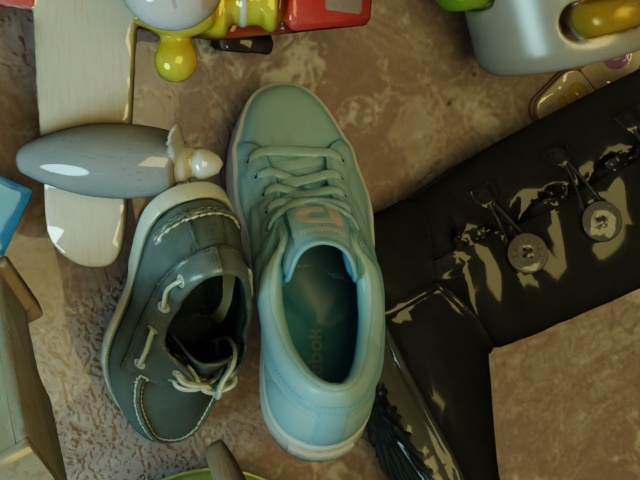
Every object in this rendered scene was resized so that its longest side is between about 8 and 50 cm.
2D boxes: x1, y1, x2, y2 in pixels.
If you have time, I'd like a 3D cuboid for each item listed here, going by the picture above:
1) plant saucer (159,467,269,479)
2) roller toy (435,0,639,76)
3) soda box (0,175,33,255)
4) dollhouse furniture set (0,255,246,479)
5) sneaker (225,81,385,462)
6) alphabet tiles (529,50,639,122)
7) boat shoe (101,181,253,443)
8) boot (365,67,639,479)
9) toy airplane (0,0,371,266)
[{"bbox_3d":[-0.104,0.338,1.496,0.241,0.037,0.240,1,85,-8],"label":"plant saucer"},{"bbox_3d":[0.237,-0.236,1.513,0.191,0.209,0.146,-32,113,-55],"label":"roller toy"},{"bbox_3d":[-0.364,-0.059,1.356,0.210,0.071,0.067,25,86,-23],"label":"soda box"},{"bbox_3d":[-0.243,0.256,1.350,0.362,0.256,0.394,-27,127,1],"label":"dollhouse furniture set"},{"bbox_3d":[0.000,0.000,1.371,0.135,0.150,0.365,-4,65,-15],"label":"sneaker"},{"bbox_3d":[0.348,-0.084,1.671,0.278,0.021,0.284,-45,109,-12],"label":"alphabet tiles"},{"bbox_3d":[-0.120,0.093,1.375,0.116,0.099,0.319,-11,139,-23],"label":"boat shoe"},{"bbox_3d":[0.242,0.067,1.549,0.445,0.146,0.367,-26,94,-16],"label":"boot"},{"bbox_3d":[-0.173,-0.228,1.305,0.384,0.272,0.386,-43,111,-9],"label":"toy airplane"}]
